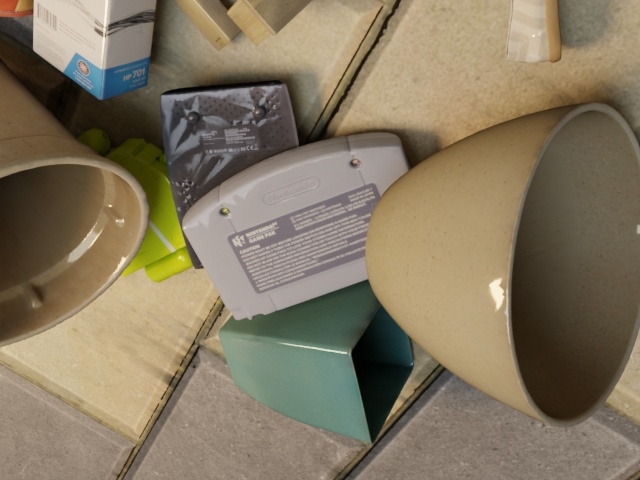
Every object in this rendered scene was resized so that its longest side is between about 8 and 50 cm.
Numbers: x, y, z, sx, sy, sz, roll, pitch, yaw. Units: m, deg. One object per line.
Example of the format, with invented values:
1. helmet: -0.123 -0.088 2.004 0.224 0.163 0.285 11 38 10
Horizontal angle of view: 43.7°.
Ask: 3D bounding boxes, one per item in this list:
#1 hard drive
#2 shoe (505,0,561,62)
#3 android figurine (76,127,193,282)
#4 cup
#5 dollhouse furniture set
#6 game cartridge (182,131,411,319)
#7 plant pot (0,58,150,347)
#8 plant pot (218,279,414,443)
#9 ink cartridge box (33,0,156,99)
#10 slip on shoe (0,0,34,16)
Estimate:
1. hard drive: -0.108 -0.085 1.041 0.171 0.054 0.255 -5 121 1
2. shoe: 0.210 -0.279 0.802 0.058 0.077 0.219 -2 124 16
3. android figurine: -0.276 -0.048 1.158 0.272 0.056 0.248 -27 110 34
4. cup: 0.192 0.017 0.893 0.237 0.331 0.331 6 128 43
5. dollhouse furniture set: -0.085 -0.310 0.924 0.144 0.123 0.151 48 161 -14
6. game cartridge: -0.014 -0.021 1.022 0.294 0.060 0.196 -20 124 8
7. plant pot: -0.441 -0.078 1.019 0.305 0.333 0.334 50 133 25
8. plant pot: -0.014 0.153 1.136 0.234 0.165 0.166 5 125 27
9. ink cartridge box: -0.269 -0.288 0.949 0.139 0.082 0.191 36 130 23
10. slip on shoe: -0.501 -0.302 1.036 0.331 0.123 0.101 -9 123 20
